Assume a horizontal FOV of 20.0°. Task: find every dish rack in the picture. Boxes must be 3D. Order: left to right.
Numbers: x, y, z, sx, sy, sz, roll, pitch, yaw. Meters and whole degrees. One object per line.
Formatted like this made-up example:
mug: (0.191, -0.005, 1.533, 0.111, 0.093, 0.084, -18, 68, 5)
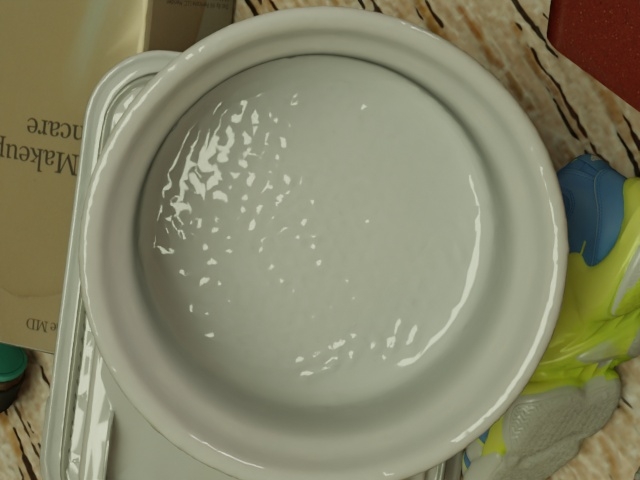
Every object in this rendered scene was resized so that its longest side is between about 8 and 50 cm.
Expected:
dish rack: (-0.032, 0.053, 1.193, 0.285, 0.072, 0.333, 8, 96, -3)

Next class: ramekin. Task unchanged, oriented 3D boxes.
ramekin: (0.000, 0.000, 1.084, 0.277, 0.135, 0.277, 0, 98, -2)

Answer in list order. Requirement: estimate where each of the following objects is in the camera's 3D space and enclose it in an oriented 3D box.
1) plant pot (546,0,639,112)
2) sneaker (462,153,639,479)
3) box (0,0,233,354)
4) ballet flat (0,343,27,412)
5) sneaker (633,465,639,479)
plant pot: (0.282, -0.168, 1.003, 0.267, 0.267, 0.236, 40, 122, 19)
sneaker: (0.146, 0.049, 1.179, 0.126, 0.091, 0.240, 48, 113, 36)
box: (-0.158, -0.079, 1.287, 0.148, 0.121, 0.311, 8, 98, 24)
ballet flat: (-0.337, 0.030, 1.404, 0.096, 0.095, 0.280, -45, 74, 34)
sneaker: (0.295, 0.150, 1.069, 0.252, 0.111, 0.103, -15, 87, 35)
